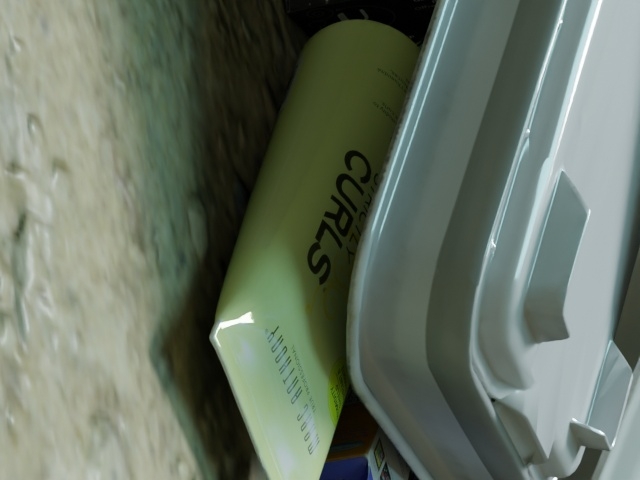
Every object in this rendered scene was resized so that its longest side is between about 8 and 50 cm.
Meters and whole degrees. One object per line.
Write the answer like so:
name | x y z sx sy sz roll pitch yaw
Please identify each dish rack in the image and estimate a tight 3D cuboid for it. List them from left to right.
dish rack | 0.111 -0.058 0.772 0.285 0.072 0.333 59 48 -65

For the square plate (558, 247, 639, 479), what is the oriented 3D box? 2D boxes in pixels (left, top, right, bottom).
square plate | 0.183 -0.021 0.987 0.344 0.049 0.347 -85 -164 -73

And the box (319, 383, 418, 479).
box | 0.025 0.106 0.772 0.136 0.028 0.081 -53 131 -69

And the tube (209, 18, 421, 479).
tube | 0.000 0.000 0.700 0.070 0.062 0.240 33 35 -10

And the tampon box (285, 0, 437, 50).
tampon box | 0.057 -0.143 0.894 0.161 0.120 0.101 34 47 -70
